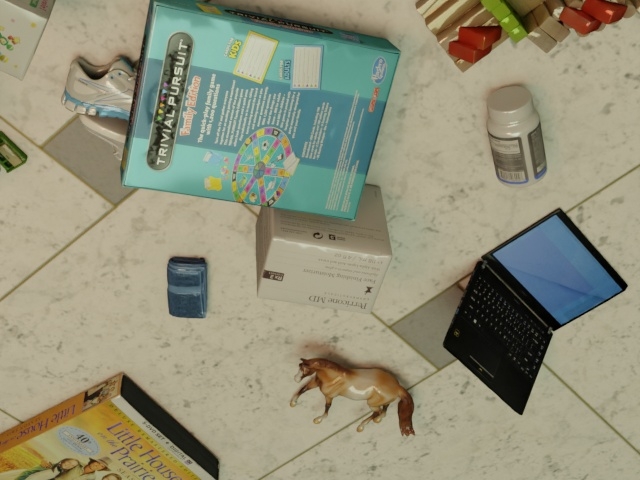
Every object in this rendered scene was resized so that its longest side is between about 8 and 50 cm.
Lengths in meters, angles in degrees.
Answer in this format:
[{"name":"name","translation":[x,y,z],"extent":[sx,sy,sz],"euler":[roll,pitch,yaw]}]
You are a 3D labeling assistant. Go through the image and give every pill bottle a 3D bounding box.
[{"name":"pill bottle","translation":[0.287,-0.153,1.483],"extent":[0.078,0.078,0.137],"euler":[-13,128,7]}]

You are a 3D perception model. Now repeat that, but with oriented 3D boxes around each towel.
[{"name":"towel","translation":[-0.221,0.080,1.668],"extent":[0.067,0.029,0.119],"euler":[2,129,-4]}]

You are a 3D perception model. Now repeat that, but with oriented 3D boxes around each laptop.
[{"name":"laptop","translation":[0.361,0.124,1.671],"extent":[0.234,0.264,0.136],"euler":[42,152,-30]}]

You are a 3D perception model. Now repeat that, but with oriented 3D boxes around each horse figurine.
[{"name":"horse figurine","translation":[0.063,0.279,1.824],"extent":[0.263,0.066,0.174],"euler":[15,132,-12]}]

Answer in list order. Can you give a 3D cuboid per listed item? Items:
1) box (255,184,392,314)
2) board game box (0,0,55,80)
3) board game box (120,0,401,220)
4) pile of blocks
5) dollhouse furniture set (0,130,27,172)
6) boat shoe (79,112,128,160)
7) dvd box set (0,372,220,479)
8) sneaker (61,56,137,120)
[{"name":"box","translation":[0.000,0.000,1.520],"extent":[0.181,0.182,0.119],"euler":[9,127,-11]},{"name":"board game box","translation":[-0.464,-0.338,1.193],"extent":[0.303,0.224,0.097],"euler":[22,123,-19]},{"name":"board game box","translation":[-0.086,-0.178,1.383],"extent":[0.336,0.079,0.254],"euler":[8,112,-16]},{"name":"pile of blocks","translation":[0.312,-0.322,1.327],"extent":[0.362,0.113,0.149],"euler":[-15,128,8]},{"name":"dollhouse furniture set","translation":[-0.468,-0.089,1.439],"extent":[0.076,0.152,0.058],"euler":[-27,124,16]},{"name":"boat shoe","translation":[-0.270,-0.140,1.473],"extent":[0.184,0.066,0.063],"euler":[18,125,-29]},{"name":"dvd box set","translation":[-0.448,0.439,1.921],"extent":[0.420,0.062,0.308],"euler":[-27,126,17]},{"name":"sneaker","translation":[-0.264,-0.211,1.409],"extent":[0.190,0.071,0.083],"euler":[8,122,-10]}]
